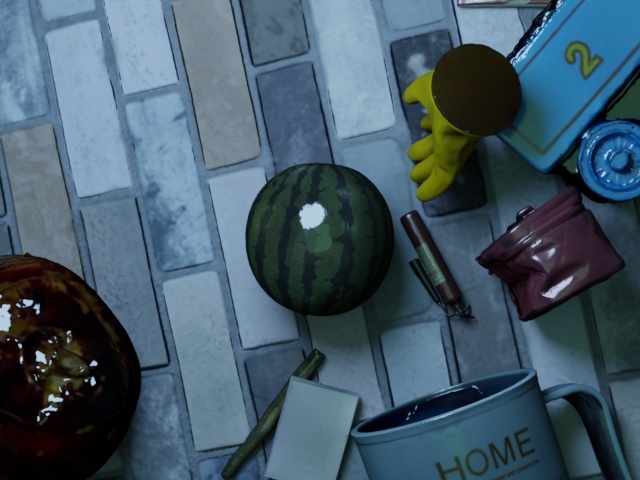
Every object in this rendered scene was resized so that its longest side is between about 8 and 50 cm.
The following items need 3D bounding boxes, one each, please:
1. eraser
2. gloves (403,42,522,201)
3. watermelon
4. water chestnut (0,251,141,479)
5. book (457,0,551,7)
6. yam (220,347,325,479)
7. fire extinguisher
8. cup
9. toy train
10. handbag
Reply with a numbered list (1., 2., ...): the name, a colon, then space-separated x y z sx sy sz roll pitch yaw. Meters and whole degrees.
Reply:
1. eraser: -0.011 0.275 1.925 0.104 0.023 0.150 15 96 -3
2. gloves: 0.161 -0.145 1.779 0.116 0.294 0.133 20 72 -6
3. watermelon: 0.000 0.000 1.844 0.212 0.212 0.212 0 90 10
4. water chestnut: -0.423 0.202 1.890 0.350 0.302 0.350 9 64 -19
5. book: 0.274 -0.440 1.884 0.162 0.022 0.232 2 92 10
6. yam: -0.068 0.253 1.948 0.029 0.027 0.234 34 98 -23
7. fire extinguisher: 0.156 0.042 1.903 0.049 0.035 0.173 -29 83 5
8. cup: 0.233 0.349 1.811 0.257 0.331 0.311 -19 89 43
9. toy train: 0.383 -0.208 1.783 0.265 0.188 0.300 40 98 7
10. handbag: 0.297 0.021 1.782 0.146 0.225 0.135 -33 85 -5
